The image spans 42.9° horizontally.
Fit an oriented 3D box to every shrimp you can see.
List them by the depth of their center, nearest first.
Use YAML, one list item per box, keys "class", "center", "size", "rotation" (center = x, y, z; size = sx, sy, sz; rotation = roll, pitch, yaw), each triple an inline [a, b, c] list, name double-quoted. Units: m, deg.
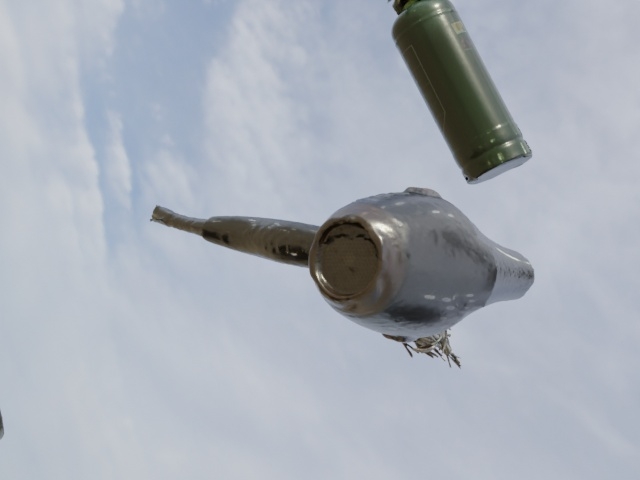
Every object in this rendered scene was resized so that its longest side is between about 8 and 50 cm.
- class: "shrimp"
  center: [0.121, 0.107, 1.000]
  size: [0.165, 0.065, 0.056]
  rotation: [45, -43, -9]

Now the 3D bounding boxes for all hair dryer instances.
- class: "hair dryer"
  center: [0.000, 0.000, 0.730]
  size: [0.359, 0.303, 0.120]
  rotation: [11, -85, 32]

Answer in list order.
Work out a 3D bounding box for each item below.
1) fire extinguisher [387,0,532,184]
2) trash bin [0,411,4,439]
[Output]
- class: "fire extinguisher"
  center: [0.169, -0.228, 1.095]
  size: [0.095, 0.114, 0.311]
  rotation: [-32, -102, 41]
- class: "trash bin"
  center: [-0.337, 0.121, 0.476]
  size: [0.164, 0.240, 0.122]
  rotation: [7, -66, 22]
